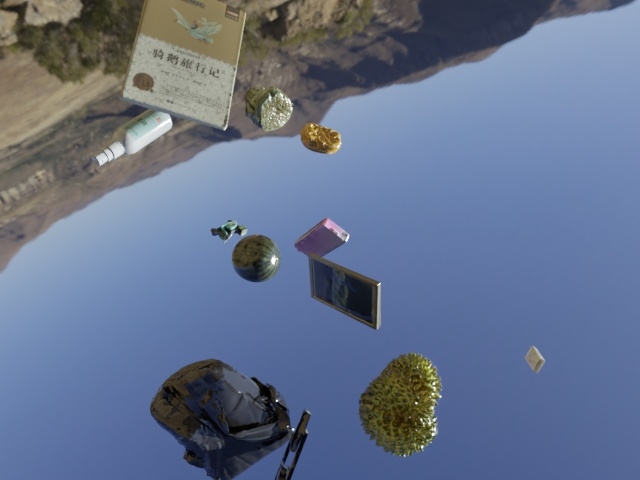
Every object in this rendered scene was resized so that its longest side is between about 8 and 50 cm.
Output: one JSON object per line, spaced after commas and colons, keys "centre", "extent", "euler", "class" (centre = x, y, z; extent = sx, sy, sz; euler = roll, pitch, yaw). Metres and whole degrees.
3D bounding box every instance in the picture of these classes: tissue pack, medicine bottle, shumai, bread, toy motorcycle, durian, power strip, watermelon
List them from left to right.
{"centre": [-0.734, -0.397, 2.158], "extent": [0.110, 0.110, 0.352], "euler": [-8, -150, 47], "class": "medicine bottle"}
{"centre": [-0.437, -0.043, 2.637], "extent": [0.100, 0.058, 0.173], "euler": [36, -146, 23], "class": "toy motorcycle"}
{"centre": [-0.273, 0.075, 2.366], "extent": [0.212, 0.212, 0.212], "euler": [-25, -163, 8], "class": "watermelon"}
{"centre": [-0.208, -0.523, 2.163], "extent": [0.184, 0.184, 0.142], "euler": [-31, -122, -11], "class": "shumai"}
{"centre": [0.000, 0.000, 2.038], "extent": [0.279, 0.109, 0.038], "euler": [-34, -157, 58], "class": "power strip"}
{"centre": [0.001, -0.263, 1.446], "extent": [0.044, 0.110, 0.083], "euler": [119, -19, -48], "class": "bread"}
{"centre": [0.219, 0.460, 1.561], "extent": [0.224, 0.291, 0.291], "euler": [6, -155, 8], "class": "durian"}
{"centre": [0.749, 0.416, 1.951], "extent": [0.108, 0.023, 0.056], "euler": [-64, 179, -75], "class": "tissue pack"}

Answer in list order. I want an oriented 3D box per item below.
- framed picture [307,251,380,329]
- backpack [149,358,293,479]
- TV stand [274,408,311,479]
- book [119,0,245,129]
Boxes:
{"centre": [0.072, 0.151, 1.699], "extent": [0.259, 0.189, 0.023], "euler": [24, -135, 30], "class": "framed picture"}
{"centre": [-0.311, 0.538, 1.706], "extent": [0.363, 0.446, 0.255], "euler": [-39, -150, 8], "class": "backpack"}
{"centre": [-0.081, 0.642, 1.710], "extent": [0.036, 0.042, 0.249], "euler": [-175, -74, -83], "class": "TV stand"}
{"centre": [-0.282, -0.398, 1.182], "extent": [0.021, 0.216, 0.311], "euler": [143, -43, -60], "class": "book"}
